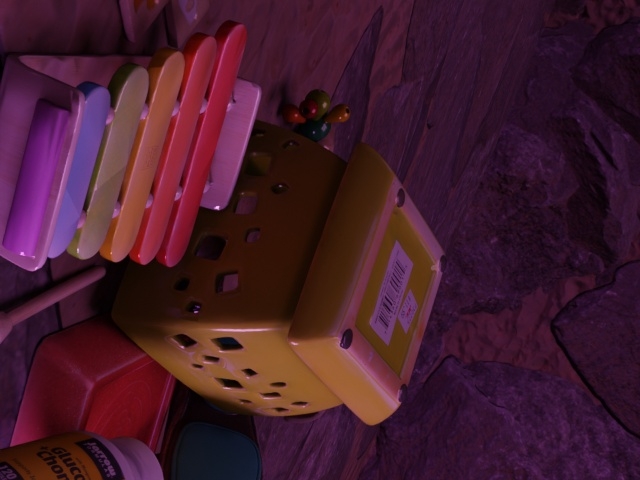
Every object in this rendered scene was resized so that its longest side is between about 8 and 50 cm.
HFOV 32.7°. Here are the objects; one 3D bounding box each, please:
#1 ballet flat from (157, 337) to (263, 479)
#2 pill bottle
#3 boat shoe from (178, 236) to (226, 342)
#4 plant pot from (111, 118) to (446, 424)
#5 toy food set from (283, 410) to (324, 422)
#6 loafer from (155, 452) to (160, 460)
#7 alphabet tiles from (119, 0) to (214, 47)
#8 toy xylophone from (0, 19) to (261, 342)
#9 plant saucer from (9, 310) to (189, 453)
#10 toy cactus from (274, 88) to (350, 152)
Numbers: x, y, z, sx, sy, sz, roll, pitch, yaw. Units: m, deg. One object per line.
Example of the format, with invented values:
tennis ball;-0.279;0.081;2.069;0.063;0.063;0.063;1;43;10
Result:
ballet flat;-0.116;0.211;1.120;0.106;0.107;0.316;-58;-164;35
pill bottle;-0.204;0.200;0.821;0.184;0.103;0.103;-4;115;-60
boat shoe;-0.120;0.045;1.121;0.045;0.050;0.135;-92;-161;-62
plant pot;-0.019;0.035;1.002;0.227;0.207;0.228;52;52;-52
toy food set;0.013;0.118;1.727;0.220;0.092;0.306;-61;171;-80
loafer;-0.219;0.361;1.133;0.302;0.109;0.095;-64;148;-31
alphabet tiles;-0.083;-0.318;0.804;0.342;0.011;0.285;91;23;-55
toy xylophone;-0.151;-0.041;0.796;0.322;0.081;0.236;-40;149;-64
plant saucer;-0.205;0.189;1.007;0.259;0.047;0.258;-25;134;-73
toy cactus;-0.008;-0.095;1.286;0.180;0.112;0.219;-68;162;-54
